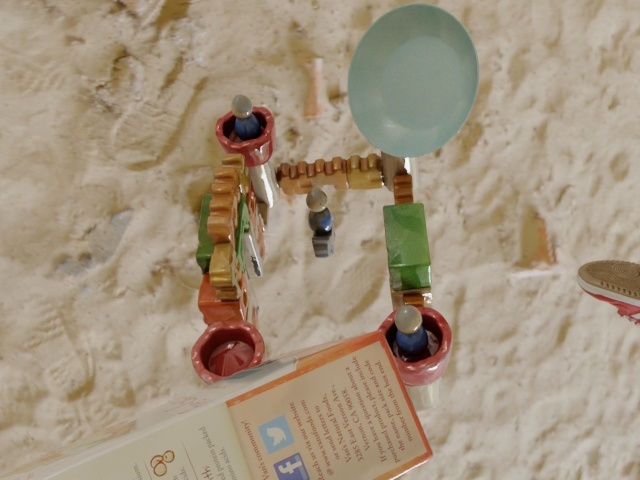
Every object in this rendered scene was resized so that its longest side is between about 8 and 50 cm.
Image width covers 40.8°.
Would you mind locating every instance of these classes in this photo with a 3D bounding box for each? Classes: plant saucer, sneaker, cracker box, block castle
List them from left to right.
[{"bbox_3d":[-0.084,0.118,0.404,0.232,0.156,0.067,-22,87,-21],"label":"cracker box"},{"bbox_3d":[0.000,0.000,1.108,0.303,0.453,0.212,-5,141,6],"label":"block castle"},{"bbox_3d":[0.123,-0.202,1.101,0.037,0.195,0.194,-3,102,-54],"label":"plant saucer"},{"bbox_3d":[0.234,0.055,0.608,0.042,0.119,0.067,-67,168,-51],"label":"sneaker"}]
